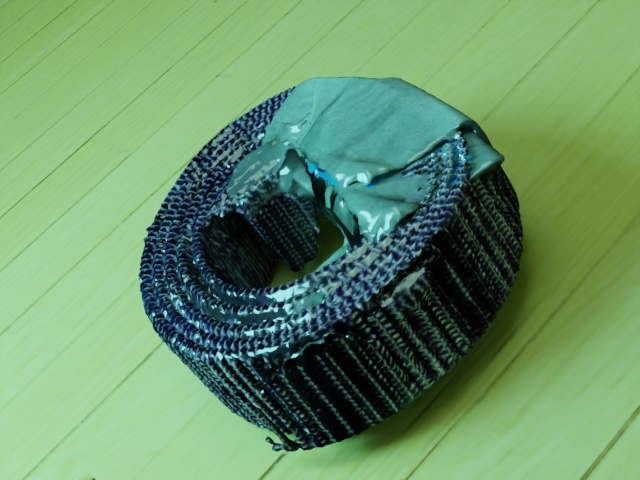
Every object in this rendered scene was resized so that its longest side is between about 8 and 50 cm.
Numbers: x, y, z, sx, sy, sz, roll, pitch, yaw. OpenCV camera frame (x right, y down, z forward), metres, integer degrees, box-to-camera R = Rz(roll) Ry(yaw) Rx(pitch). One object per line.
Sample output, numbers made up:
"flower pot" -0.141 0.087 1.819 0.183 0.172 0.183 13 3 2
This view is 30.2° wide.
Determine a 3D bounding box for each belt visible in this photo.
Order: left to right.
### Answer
"belt" 0.000 0.000 0.850 0.260 0.122 0.325 -41 30 -1
